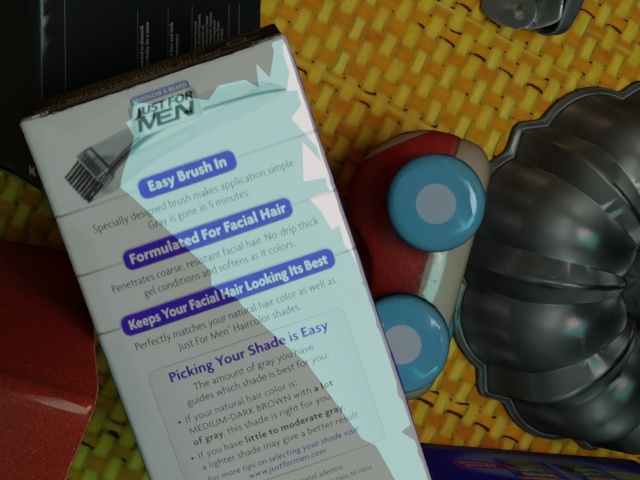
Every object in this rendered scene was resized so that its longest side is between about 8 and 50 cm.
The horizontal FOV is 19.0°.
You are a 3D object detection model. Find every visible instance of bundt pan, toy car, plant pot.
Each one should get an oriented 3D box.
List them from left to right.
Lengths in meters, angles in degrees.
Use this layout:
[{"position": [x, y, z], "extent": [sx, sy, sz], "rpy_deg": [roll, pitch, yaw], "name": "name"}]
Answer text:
[{"position": [-0.312, 0.132, 1.305], "extent": [0.235, 0.267, 0.267], "rpy_deg": [20, 105, -16], "name": "plant pot"}, {"position": [0.000, 0.000, 1.489], "extent": [0.238, 0.219, 0.210], "rpy_deg": [14, 94, 4], "name": "toy car"}, {"position": [0.279, 0.033, 1.626], "extent": [0.330, 0.124, 0.331], "rpy_deg": [-4, 101, -21], "name": "bundt pan"}]

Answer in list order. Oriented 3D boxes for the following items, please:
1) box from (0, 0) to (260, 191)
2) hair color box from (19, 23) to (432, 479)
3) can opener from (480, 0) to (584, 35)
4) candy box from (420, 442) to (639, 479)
[{"position": [-0.144, -0.180, 1.394], "extent": [0.184, 0.103, 0.261], "rpy_deg": [-9, 108, -35], "name": "box"}, {"position": [-0.061, 0.041, 1.309], "extent": [0.185, 0.110, 0.339], "rpy_deg": [-18, 103, -1], "name": "hair color box"}, {"position": [0.186, -0.311, 1.565], "extent": [0.095, 0.076, 0.283], "rpy_deg": [-6, 103, -55], "name": "can opener"}, {"position": [0.216, 0.263, 1.532], "extent": [0.268, 0.317, 0.122], "rpy_deg": [7, 96, -23], "name": "candy box"}]
